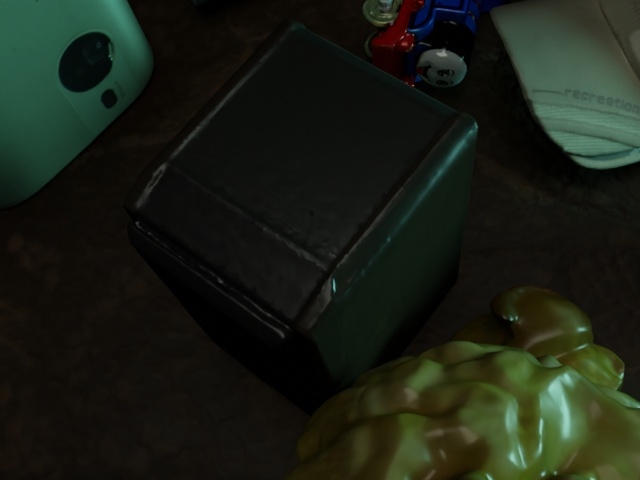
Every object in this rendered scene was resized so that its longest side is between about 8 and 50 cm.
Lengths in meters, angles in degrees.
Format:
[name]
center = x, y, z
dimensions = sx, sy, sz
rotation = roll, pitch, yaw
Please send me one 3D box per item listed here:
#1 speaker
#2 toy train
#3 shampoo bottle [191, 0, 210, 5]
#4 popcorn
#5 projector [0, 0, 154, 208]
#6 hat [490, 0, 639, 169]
[speaker]
center = 0.000, 0.000, 0.508
dimensions = 0.153, 0.231, 0.192
rotation = 34, 74, 21
[toy train]
center = 0.116, -0.235, 0.686
dimensions = 0.131, 0.083, 0.204
rotation = 12, 68, 11
[shampoo bottle]
center = -0.012, -0.346, 0.749
dimensions = 0.303, 0.092, 0.092
rotation = -26, 65, -5
[popcorn]
center = 0.106, 0.170, 0.433
dimensions = 0.265, 0.225, 0.332
rotation = 9, 44, -3
[projector]
center = -0.331, -0.213, 0.643
dimensions = 0.248, 0.249, 0.248
rotation = 37, 75, 20
[hat]
center = 0.267, -0.183, 0.599
dimensions = 0.226, 0.164, 0.219
rotation = 2, 60, -29
